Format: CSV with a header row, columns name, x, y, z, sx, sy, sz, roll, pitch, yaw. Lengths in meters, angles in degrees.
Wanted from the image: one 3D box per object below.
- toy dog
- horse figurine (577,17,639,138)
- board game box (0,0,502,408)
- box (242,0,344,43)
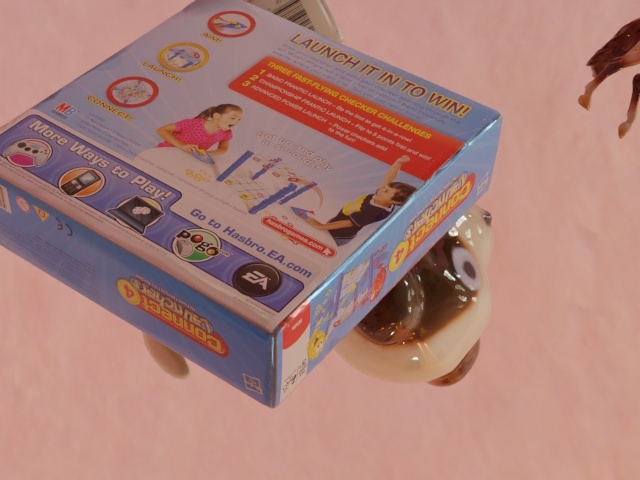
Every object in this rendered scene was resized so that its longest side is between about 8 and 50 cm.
name,x,y,z,sx,sy,sz,roll,pitch,yaw
toy dog,0.000,0.000,1.286,0.395,0.408,0.284,-54,143,-16
horse figurine,0.374,-0.155,1.187,0.174,0.263,0.066,-51,142,7
board game box,-0.065,-0.054,0.960,0.302,0.308,0.086,-42,148,-36
box,-0.070,-0.311,1.479,0.094,0.275,0.113,-30,125,-1
